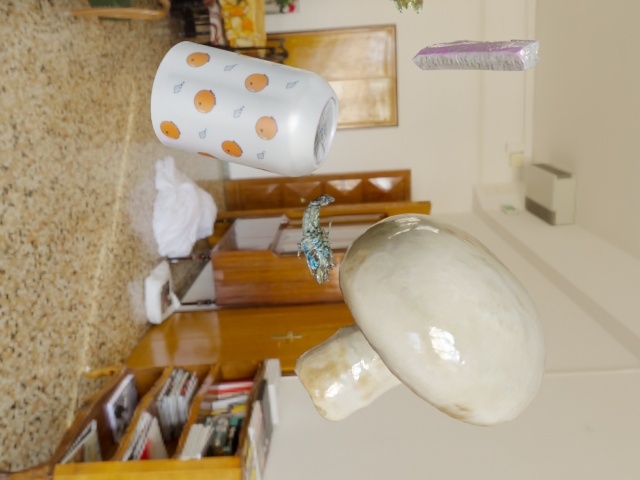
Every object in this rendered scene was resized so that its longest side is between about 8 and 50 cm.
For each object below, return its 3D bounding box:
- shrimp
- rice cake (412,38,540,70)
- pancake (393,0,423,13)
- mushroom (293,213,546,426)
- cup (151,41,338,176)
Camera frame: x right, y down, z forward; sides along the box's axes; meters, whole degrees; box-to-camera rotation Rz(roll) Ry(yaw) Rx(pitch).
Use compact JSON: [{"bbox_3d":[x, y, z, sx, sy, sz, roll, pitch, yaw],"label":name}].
[{"bbox_3d":[-0.004,-0.002,1.090,0.082,0.076,0.174,-17,111,-52],"label":"shrimp"},{"bbox_3d":[0.212,-0.258,0.810,0.207,0.047,0.036,25,-44,52],"label":"rice cake"},{"bbox_3d":[0.132,-0.433,0.949,0.129,0.023,0.116,-27,108,-51],"label":"pancake"},{"bbox_3d":[0.091,0.084,0.499,0.209,0.206,0.206,-59,171,-9],"label":"mushroom"},{"bbox_3d":[-0.137,-0.248,1.128,0.212,0.317,0.212,17,90,-76],"label":"cup"}]
